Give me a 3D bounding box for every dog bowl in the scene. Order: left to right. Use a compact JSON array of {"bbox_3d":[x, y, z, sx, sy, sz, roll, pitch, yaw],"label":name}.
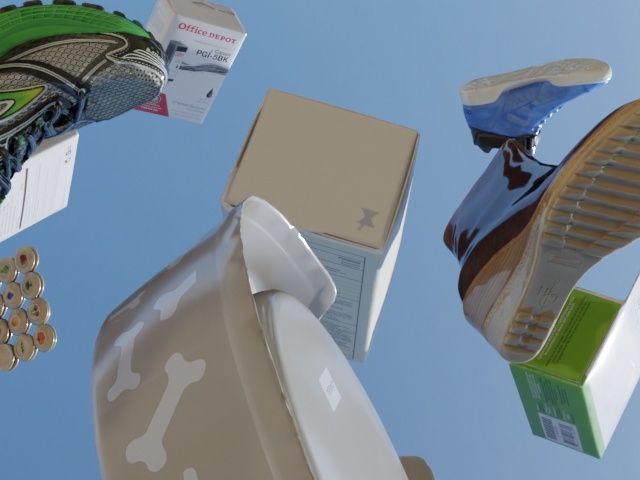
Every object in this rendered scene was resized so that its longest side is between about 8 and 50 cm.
[{"bbox_3d":[-0.004,0.153,0.613,0.102,0.349,0.348,-26,-128,7],"label":"dog bowl"}]

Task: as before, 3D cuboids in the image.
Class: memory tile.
[{"bbox_3d":[-0.404,0.091,1.488,0.113,0.012,0.148,-25,-106,28],"label":"memory tile"}]

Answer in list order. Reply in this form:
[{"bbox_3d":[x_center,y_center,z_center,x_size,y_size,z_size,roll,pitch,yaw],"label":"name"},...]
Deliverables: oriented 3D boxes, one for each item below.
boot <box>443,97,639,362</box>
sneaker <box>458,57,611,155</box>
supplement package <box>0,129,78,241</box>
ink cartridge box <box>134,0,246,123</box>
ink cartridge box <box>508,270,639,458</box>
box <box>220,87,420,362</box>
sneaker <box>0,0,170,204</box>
[{"bbox_3d":[0.181,-0.043,0.922,0.090,0.248,0.207,21,-154,-19],"label":"boot"},{"bbox_3d":[0.223,-0.131,1.143,0.152,0.084,0.058,-10,-158,14],"label":"sneaker"},{"bbox_3d":[-0.494,-0.086,1.469,0.293,0.175,0.177,-33,-107,-34],"label":"supplement package"},{"bbox_3d":[-0.163,-0.215,1.329,0.099,0.135,0.056,9,-144,-33],"label":"ink cartridge box"},{"bbox_3d":[0.350,0.115,1.414,0.097,0.189,0.255,17,-120,32],"label":"ink cartridge box"},{"bbox_3d":[0.000,0.000,1.059,0.148,0.311,0.121,18,-112,5],"label":"box"},{"bbox_3d":[-0.268,-0.080,0.897,0.343,0.134,0.146,-27,-115,-27],"label":"sneaker"}]
